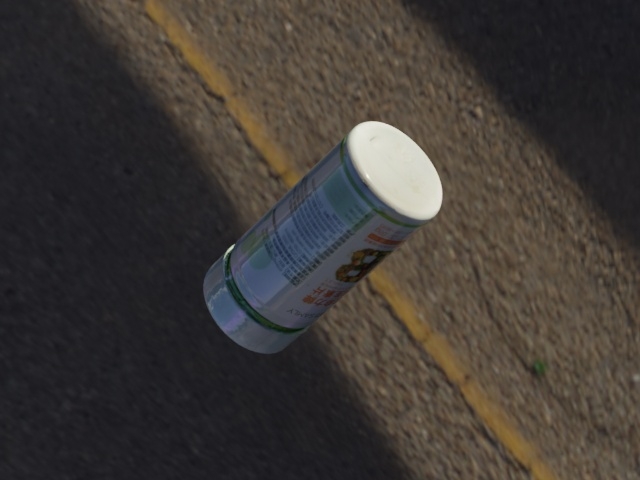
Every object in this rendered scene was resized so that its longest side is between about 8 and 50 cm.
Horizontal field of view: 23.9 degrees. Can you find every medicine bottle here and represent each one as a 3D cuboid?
[{"bbox_3d":[0.000,0.000,1.090,0.183,0.086,0.086,-43,59,36],"label":"medicine bottle"}]
